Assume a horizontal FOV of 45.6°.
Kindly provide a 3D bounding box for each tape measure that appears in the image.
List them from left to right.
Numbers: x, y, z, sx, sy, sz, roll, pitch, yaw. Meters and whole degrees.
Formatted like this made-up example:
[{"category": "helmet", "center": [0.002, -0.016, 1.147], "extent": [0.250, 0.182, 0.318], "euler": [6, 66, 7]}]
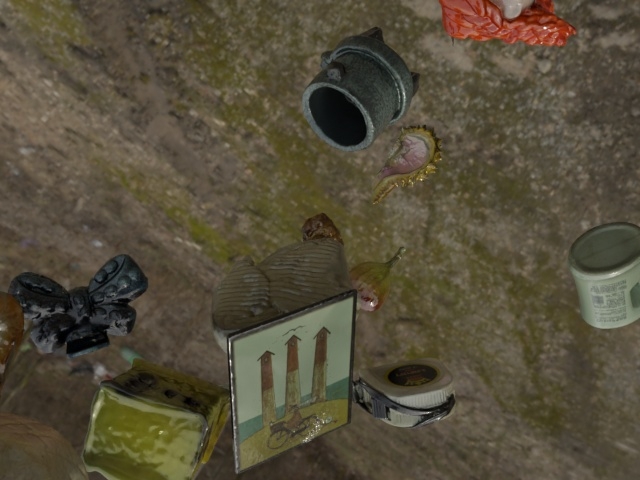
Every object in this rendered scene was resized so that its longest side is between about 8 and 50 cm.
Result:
[{"category": "tape measure", "center": [0.223, 0.424, 2.045], "extent": [0.231, 0.271, 0.133], "euler": [-122, 26, -73]}]

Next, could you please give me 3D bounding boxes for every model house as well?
[{"category": "model house", "center": [-0.269, 0.310, 1.312], "extent": [0.193, 0.175, 0.234], "euler": [17, -174, 5]}]

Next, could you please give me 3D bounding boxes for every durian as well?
[{"category": "durian", "center": [0.195, -0.159, 1.739], "extent": [0.140, 0.224, 0.078], "euler": [37, 173, 35]}]

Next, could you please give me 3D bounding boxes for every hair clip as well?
[{"category": "hair clip", "center": [-0.540, 0.153, 1.718], "extent": [0.194, 0.310, 0.206], "euler": [-179, 78, -74]}]

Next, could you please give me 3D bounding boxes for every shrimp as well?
[{"category": "shrimp", "center": [-0.674, 0.241, 1.516], "extent": [0.063, 0.287, 0.152], "euler": [10, 176, 27]}]

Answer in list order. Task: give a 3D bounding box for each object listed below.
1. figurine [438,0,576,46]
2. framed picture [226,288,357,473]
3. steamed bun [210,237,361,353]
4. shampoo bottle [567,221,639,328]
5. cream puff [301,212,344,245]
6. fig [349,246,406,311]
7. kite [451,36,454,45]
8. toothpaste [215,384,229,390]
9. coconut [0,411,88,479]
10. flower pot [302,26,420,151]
[{"category": "figurine", "center": [0.401, -0.486, 1.316], "extent": [0.306, 0.241, 0.412], "euler": [5, 164, -41]}, {"category": "framed picture", "center": [-0.045, 0.249, 1.319], "extent": [0.013, 0.244, 0.324], "euler": [43, 142, 44]}, {"category": "steamed bun", "center": [-0.067, 0.164, 1.608], "extent": [0.324, 0.309, 0.219], "euler": [-108, 3, -61]}, {"category": "shampoo bottle", "center": [0.460, 0.072, 1.198], "extent": [0.234, 0.118, 0.087], "euler": [55, -167, -50]}, {"category": "cream puff", "center": [0.000, 0.000, 1.769], "extent": [0.122, 0.094, 0.116], "euler": [54, 172, 31]}, {"category": "fig", "center": [0.156, 0.104, 2.344], "extent": [0.143, 0.231, 0.160], "euler": [21, 177, 15]}, {"category": "kite", "center": [0.273, -0.468, 1.564], "extent": [0.005, 0.137, 0.152], "euler": [-2, -179, 0]}, {"category": "toothpaste", "center": [-0.197, 0.320, 1.591], "extent": [0.239, 0.039, 0.062], "euler": [-5, 157, 30]}, {"category": "coconut", "center": [-0.447, 0.370, 0.968], "extent": [0.329, 0.329, 0.329], "euler": [27, 155, 14]}, {"category": "flower pot", "center": [0.104, -0.433, 2.136], "extent": [0.299, 0.283, 0.299], "euler": [30, 149, 20]}]
